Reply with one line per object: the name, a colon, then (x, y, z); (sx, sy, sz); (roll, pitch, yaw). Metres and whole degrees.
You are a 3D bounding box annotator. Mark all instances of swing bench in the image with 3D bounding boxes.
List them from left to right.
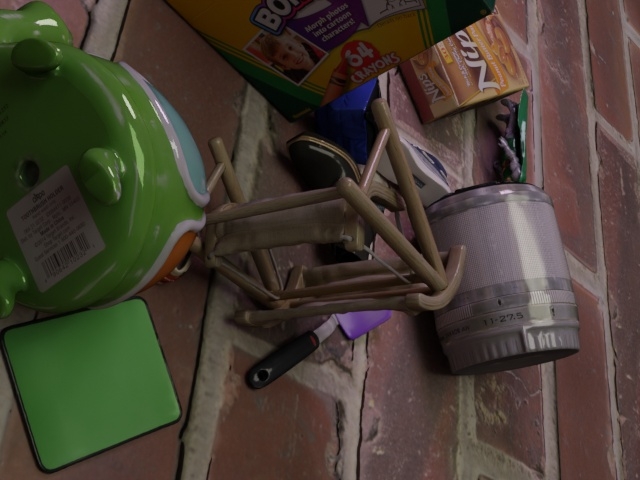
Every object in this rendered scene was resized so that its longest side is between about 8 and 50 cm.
swing bench: (0.000, 0.000, 1.033); (0.254, 0.253, 0.165); (58, 38, -32)

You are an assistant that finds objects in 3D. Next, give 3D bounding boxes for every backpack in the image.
backpack: (0.047, -0.179, 1.335); (0.120, 0.101, 0.098); (77, 30, -44)

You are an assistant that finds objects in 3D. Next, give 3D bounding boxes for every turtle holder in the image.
turtle holder: (-0.253, -0.077, 0.877); (0.320, 0.243, 0.227); (33, 15, 22)

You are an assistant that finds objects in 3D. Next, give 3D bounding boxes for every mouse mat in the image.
mouse mat: (-0.237, 0.145, 0.931); (0.190, 0.007, 0.152); (-12, 82, -51)

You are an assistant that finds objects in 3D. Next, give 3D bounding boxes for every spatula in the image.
spatula: (0.000, 0.124, 1.187); (0.296, 0.030, 0.084); (-30, 94, -50)

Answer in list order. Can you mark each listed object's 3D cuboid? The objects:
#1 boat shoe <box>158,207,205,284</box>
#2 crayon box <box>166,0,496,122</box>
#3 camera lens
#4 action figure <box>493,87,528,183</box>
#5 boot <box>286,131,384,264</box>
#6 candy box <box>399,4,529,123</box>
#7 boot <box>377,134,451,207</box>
boat shoe: (-0.164, -0.006, 1.057); (0.049, 0.043, 0.137); (41, 44, -25)
crayon box: (-0.007, -0.351, 1.145); (0.313, 0.363, 0.106); (41, 46, -28)
camera lens: (0.278, 0.058, 1.383); (0.219, 0.219, 0.274); (8, 67, -46)
action figure: (0.367, -0.163, 1.689); (0.137, 0.064, 0.232); (89, 5, -57)
boot: (0.019, -0.048, 1.248); (0.198, 0.077, 0.137); (42, 40, -27)
candy box: (0.267, -0.341, 1.667); (0.316, 0.088, 0.182); (-24, 91, -51)
boot: (0.143, -0.132, 1.457); (0.190, 0.069, 0.086); (43, 28, -26)
